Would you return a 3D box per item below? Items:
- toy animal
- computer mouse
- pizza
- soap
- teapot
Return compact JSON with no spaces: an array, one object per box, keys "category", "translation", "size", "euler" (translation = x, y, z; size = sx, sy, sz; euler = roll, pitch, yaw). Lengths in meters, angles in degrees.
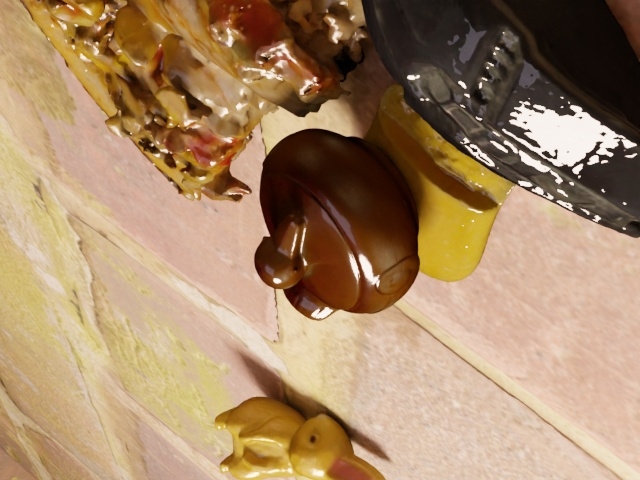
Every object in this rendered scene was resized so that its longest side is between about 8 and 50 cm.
[{"category":"toy animal","translation":[-0.008,0.177,1.156],"size":[0.159,0.083,0.070],"euler":[9,114,38]},{"category":"computer mouse","translation":[0.076,-0.066,0.546],"size":[0.192,0.062,0.106],"euler":[50,158,-14]},{"category":"pizza","translation":[-0.076,-0.097,0.743],"size":[0.288,0.074,0.251],"euler":[31,158,31]},{"category":"soap","translation":[0.054,-0.032,0.685],"size":[0.089,0.033,0.168],"euler":[38,157,12]},{"category":"teapot","translation":[0.000,0.000,0.687],"size":[0.098,0.078,0.129],"euler":[47,160,16]}]
